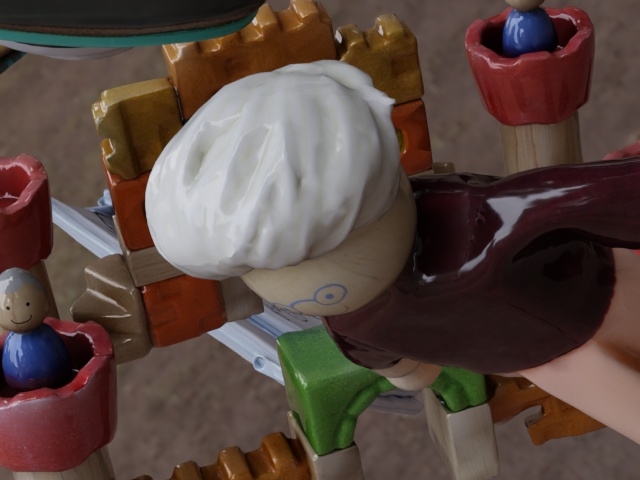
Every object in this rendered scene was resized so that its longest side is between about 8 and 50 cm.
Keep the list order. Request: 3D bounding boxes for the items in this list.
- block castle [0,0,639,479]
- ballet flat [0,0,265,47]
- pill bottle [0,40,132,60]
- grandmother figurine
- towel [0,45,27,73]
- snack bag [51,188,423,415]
[{"bbox_3d":[0.000,0.000,1.179,0.453,0.213,0.303,-17,31,-10],"label":"block castle"},{"bbox_3d":[-0.153,-0.122,0.707,0.095,0.280,0.096,-104,16,-51],"label":"ballet flat"},{"bbox_3d":[-0.123,-0.201,0.914,0.181,0.181,0.323,-53,-8,-16],"label":"pill bottle"},{"bbox_3d":[0.084,0.023,0.755,0.208,0.342,0.104,-37,46,36],"label":"grandmother figurine"},{"bbox_3d":[-0.436,-0.140,1.682,0.370,0.040,0.271,17,51,41],"label":"towel"},{"bbox_3d":[-0.075,0.050,1.711,0.037,0.323,0.342,-57,-17,4],"label":"snack bag"}]
